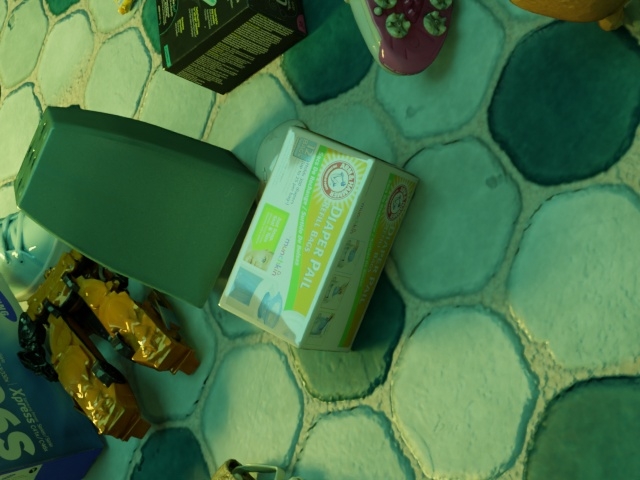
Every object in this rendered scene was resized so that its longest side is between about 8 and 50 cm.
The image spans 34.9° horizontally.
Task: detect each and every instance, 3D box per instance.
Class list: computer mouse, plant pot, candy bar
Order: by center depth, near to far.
[{"bbox_3d":[-0.054,-0.053,1.178,0.106,0.042,0.193,-14,68,43],"label":"computer mouse"},{"bbox_3d":[-0.224,-0.057,1.182,0.165,0.234,0.165,-64,25,9],"label":"plant pot"},{"bbox_3d":[-0.320,-0.401,1.576,0.040,0.018,0.161,-52,46,21],"label":"candy bar"}]

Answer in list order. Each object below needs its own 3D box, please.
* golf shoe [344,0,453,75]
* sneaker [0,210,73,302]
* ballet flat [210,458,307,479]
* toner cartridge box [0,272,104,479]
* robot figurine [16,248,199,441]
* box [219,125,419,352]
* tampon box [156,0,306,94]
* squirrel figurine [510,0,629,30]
[{"bbox_3d":[0.060,-0.298,1.113,0.140,0.115,0.306,135,132,-55],"label":"golf shoe"},{"bbox_3d":[-0.504,0.026,1.531,0.366,0.150,0.135,-28,60,37],"label":"sneaker"},{"bbox_3d":[-0.046,0.270,1.052,0.206,0.073,0.067,9,70,43],"label":"ballet flat"},{"bbox_3d":[-0.447,0.176,1.355,0.348,0.165,0.075,51,120,25],"label":"toner cartridge box"},{"bbox_3d":[-0.283,0.118,1.311,0.211,0.085,0.291,-52,46,2],"label":"robot figurine"},{"bbox_3d":[0.000,0.000,1.045,0.114,0.103,0.203,24,95,31],"label":"box"},{"bbox_3d":[-0.113,-0.280,1.266,0.161,0.101,0.120,-27,60,36],"label":"tampon box"},{"bbox_3d":[0.200,-0.371,0.911,0.397,0.281,0.370,3,90,60],"label":"squirrel figurine"}]
